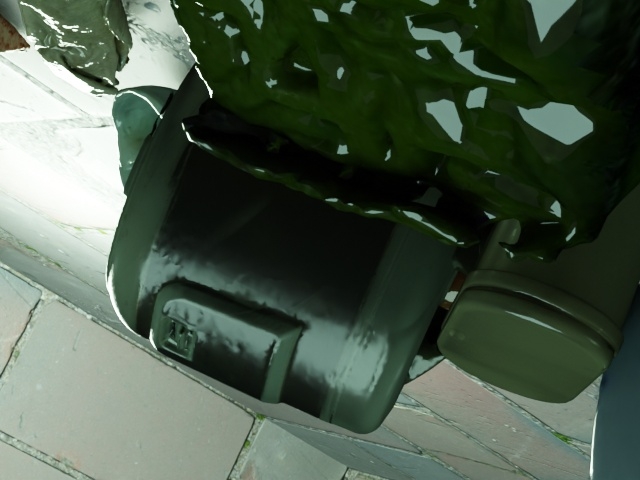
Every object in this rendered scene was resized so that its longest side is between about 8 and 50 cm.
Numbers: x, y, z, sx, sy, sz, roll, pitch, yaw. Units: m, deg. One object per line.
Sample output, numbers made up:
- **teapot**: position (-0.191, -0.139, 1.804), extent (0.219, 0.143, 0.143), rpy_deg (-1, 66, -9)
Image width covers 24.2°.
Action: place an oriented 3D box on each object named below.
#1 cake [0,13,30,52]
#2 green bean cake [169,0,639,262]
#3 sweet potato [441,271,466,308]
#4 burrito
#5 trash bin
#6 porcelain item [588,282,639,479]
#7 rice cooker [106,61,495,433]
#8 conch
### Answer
- **cake**: position (-0.457, -0.227, 1.658), extent (0.158, 0.159, 0.262), rpy_deg (14, 163, 28)
- **green bean cake**: position (0.048, -0.175, 0.807), extent (0.335, 0.218, 0.319), rpy_deg (17, 148, 26)
- **sweet potato**: position (0.058, -0.025, 1.638), extent (0.385, 0.109, 0.109), rpy_deg (31, 172, 40)
- **burrito**: position (-0.245, -0.233, 1.452), extent (0.117, 0.076, 0.392), rpy_deg (23, 164, 7)
- **trash bin**: position (0.196, -0.015, 1.151), extent (0.121, 0.247, 0.243), rpy_deg (24, 164, 5)
- **porcelain item**: position (0.326, 0.139, 1.128), extent (0.178, 0.405, 0.242), rpy_deg (1, 155, 44)
- **rice cooker**: position (0.000, 0.000, 1.375), extent (0.325, 0.335, 0.335), rpy_deg (24, 165, 4)
- **conch**: position (-0.162, -0.101, 1.686), extent (0.185, 0.121, 0.221), rpy_deg (36, 155, -8)
